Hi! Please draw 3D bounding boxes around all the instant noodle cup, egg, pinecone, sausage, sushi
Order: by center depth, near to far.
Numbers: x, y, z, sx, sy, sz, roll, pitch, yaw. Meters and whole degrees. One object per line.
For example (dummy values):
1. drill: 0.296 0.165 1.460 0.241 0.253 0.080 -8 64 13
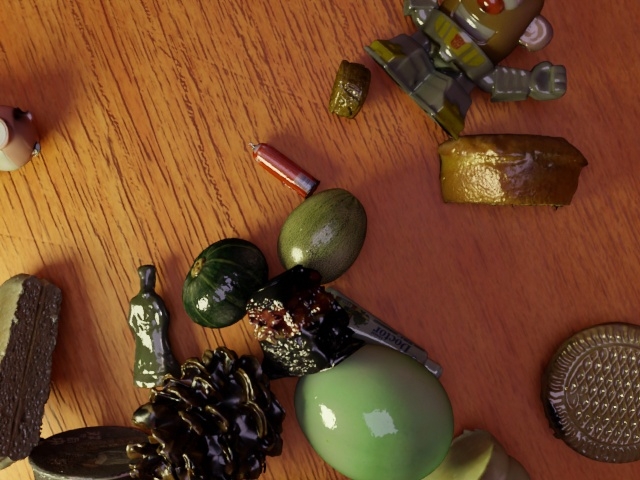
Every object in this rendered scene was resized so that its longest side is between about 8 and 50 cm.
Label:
1. sushi: -0.038 0.127 1.121 0.153 0.172 0.150 -32 98 -19
2. pinecone: -0.178 0.307 1.137 0.243 0.257 0.243 10 122 18
3. egg: 0.086 0.283 1.148 0.269 0.220 0.220 24 92 8
4. instant noodle cup: -0.388 0.452 1.191 0.217 0.217 0.207 4 97 3
5. sausage: -0.070 -0.129 1.244 0.145 0.050 0.048 36 65 3

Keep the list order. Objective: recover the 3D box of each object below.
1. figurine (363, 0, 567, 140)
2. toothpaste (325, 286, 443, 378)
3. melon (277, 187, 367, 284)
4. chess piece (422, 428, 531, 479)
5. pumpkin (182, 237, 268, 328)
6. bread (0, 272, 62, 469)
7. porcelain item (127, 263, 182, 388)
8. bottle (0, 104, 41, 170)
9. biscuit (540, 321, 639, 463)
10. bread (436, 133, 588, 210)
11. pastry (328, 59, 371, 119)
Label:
1. figurine: 0.246 -0.344 1.157 0.285 0.167 0.342 -43 109 10
2. toothpaste: 0.105 0.171 1.237 0.255 0.037 0.067 32 61 3
3. melon: 0.000 0.000 1.193 0.139 0.139 0.192 38 98 2
4. chess piece: 0.348 0.547 1.146 0.442 0.234 0.234 45 93 -1
5. pumpkin: -0.163 0.072 1.191 0.125 0.167 0.167 21 92 -22
6. bread: -0.558 0.224 1.204 0.183 0.102 0.337 -13 60 27
7. porcelain item: -0.306 0.151 1.246 0.081 0.069 0.216 -7 91 20
8. bottle: -0.610 -0.161 1.223 0.236 0.147 0.147 -19 89 1
9. biscuit: 0.506 0.261 1.195 0.259 0.079 0.259 0 91 3
10. bread: 0.331 -0.118 1.175 0.260 0.134 0.129 2 92 3
11. pastry: 0.050 -0.261 1.208 0.057 0.109 0.097 16 123 -6
